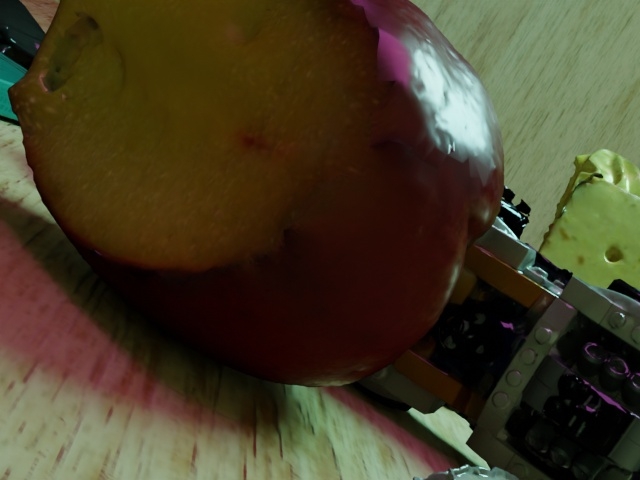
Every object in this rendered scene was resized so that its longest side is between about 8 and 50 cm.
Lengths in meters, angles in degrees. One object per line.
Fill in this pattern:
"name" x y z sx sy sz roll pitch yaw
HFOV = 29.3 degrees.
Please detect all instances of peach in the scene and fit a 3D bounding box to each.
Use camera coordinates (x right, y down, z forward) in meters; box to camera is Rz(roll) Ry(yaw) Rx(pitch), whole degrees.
"peach" -0.051 -0.068 0.792 0.338 0.281 0.281 36 7 3

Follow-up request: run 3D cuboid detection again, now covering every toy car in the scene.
"toy car" 0.148 0.082 0.917 0.301 0.193 0.118 36 9 25

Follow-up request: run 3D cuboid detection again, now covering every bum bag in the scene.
"bum bag" -0.401 -0.258 1.460 0.142 0.080 0.326 19 16 -31

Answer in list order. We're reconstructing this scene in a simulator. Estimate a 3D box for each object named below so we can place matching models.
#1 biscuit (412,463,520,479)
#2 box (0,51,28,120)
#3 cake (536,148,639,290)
"biscuit" 0.127 0.187 0.704 0.188 0.040 0.265 33 7 -4
"box" -0.350 -0.170 1.159 0.161 0.042 0.226 35 8 22
"cake" 0.324 0.056 1.312 0.227 0.286 0.222 29 -9 7
